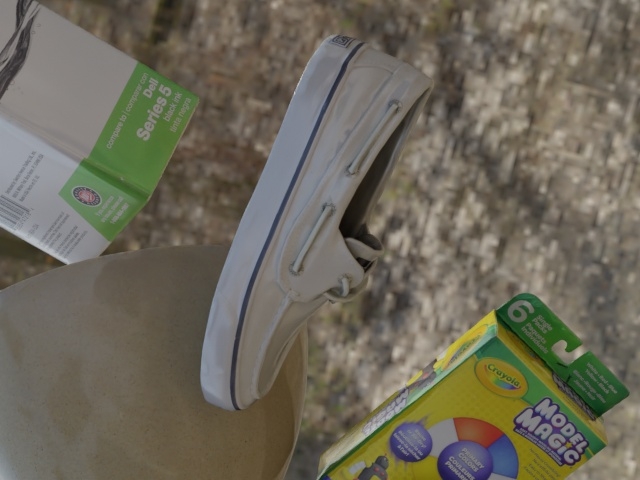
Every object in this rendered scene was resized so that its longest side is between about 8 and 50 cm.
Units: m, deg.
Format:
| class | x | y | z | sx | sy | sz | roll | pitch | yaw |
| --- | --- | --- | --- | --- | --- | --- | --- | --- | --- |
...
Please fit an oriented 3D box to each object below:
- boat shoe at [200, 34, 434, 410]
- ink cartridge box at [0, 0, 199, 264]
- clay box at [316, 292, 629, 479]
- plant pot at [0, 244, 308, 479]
| class | x | y | z | sx | sy | sz | roll | pitch | yaw |
| --- | --- | --- | --- | --- | --- | --- | --- | --- | --- |
| boat shoe | 0.000 | 0.000 | 1.038 | 0.268 | 0.088 | 0.096 | -68 | -15 | 5 |
| ink cartridge box | -0.269 | -0.110 | 1.304 | 0.198 | 0.273 | 0.115 | -38 | 25 | 58 |
| clay box | 0.119 | 0.153 | 1.195 | 0.222 | 0.127 | 0.053 | -42 | 12 | 20 |
| plant pot | -0.131 | 0.148 | 1.182 | 0.284 | 0.284 | 0.191 | 126 | 134 | -58 |
